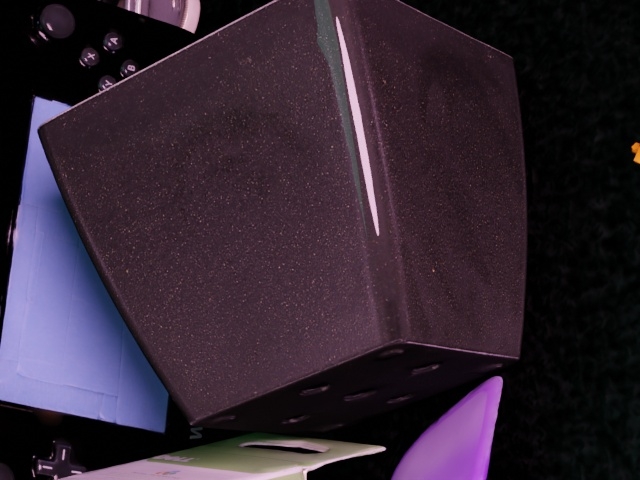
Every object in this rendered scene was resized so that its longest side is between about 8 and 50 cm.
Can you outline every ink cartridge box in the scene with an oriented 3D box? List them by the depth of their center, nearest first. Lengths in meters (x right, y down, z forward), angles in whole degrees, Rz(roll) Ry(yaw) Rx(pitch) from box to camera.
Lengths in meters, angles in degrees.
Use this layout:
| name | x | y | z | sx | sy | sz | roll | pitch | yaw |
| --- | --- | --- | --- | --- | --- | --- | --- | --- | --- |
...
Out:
| name | x | y | z | sx | sy | sz | roll | pitch | yaw |
| --- | --- | --- | --- | --- | --- | --- | --- | --- | --- |
| ink cartridge box | -0.077 | 0.145 | 0.859 | 0.109 | 0.209 | 0.062 | -3 | 94 | 49 |

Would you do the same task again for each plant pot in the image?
| name | x | y | z | sx | sy | sz | roll | pitch | yaw |
| --- | --- | --- | --- | --- | --- | --- | --- | --- | --- |
| plant pot | 0.000 | 0.000 | 0.874 | 0.187 | 0.188 | 0.167 | -23 | 71 | 28 |

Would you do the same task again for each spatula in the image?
| name | x | y | z | sx | sy | sz | roll | pitch | yaw |
| --- | --- | --- | --- | --- | --- | --- | --- | --- | --- |
| spatula | 0.018 | 0.147 | 0.766 | 0.030 | 0.296 | 0.084 | 48 | 121 | 1 |

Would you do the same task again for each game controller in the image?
| name | x | y | z | sx | sy | sz | roll | pitch | yaw |
| --- | --- | --- | --- | --- | --- | --- | --- | --- | --- |
| game controller | -0.127 | 0.016 | 0.964 | 0.067 | 0.167 | 0.319 | 141 | 137 | -62 |

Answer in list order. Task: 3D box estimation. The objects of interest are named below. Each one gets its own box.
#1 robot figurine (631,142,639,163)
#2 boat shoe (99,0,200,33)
| name | x | y | z | sx | sy | sz | roll | pitch | yaw |
| --- | --- | --- | --- | --- | --- | --- | --- | --- | --- |
| robot figurine | 0.261 | -0.145 | 0.784 | 0.211 | 0.085 | 0.291 | 21 | 87 | 39 |
| boat shoe | -0.147 | -0.078 | 1.074 | 0.075 | 0.065 | 0.206 | 26 | 91 | 39 |
